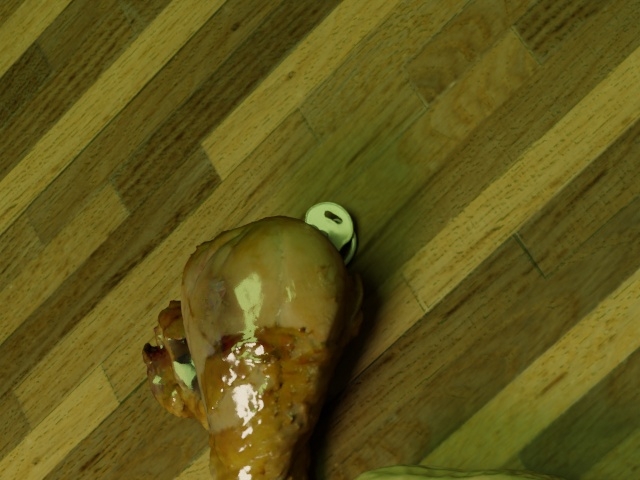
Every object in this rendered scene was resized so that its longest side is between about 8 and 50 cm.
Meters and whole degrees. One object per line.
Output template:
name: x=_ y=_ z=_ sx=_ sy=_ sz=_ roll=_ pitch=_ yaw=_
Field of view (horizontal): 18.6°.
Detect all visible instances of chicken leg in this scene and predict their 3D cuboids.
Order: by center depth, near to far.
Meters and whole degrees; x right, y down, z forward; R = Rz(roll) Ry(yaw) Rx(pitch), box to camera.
chicken leg: x=-0.083 y=0.178 z=2.049 sx=0.295 sy=0.182 sz=0.409 roll=1 pitch=93 yaw=46

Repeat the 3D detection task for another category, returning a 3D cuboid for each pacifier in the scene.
pacifier: x=0.000 y=0.000 z=2.076 sx=0.068 sy=0.064 sz=0.083 roll=33 pitch=97 yaw=21

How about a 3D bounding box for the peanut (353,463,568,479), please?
peanut: x=0.151 y=0.282 z=1.827 sx=0.313 sy=0.152 sz=0.152 roll=-4 pitch=74 yaw=33
